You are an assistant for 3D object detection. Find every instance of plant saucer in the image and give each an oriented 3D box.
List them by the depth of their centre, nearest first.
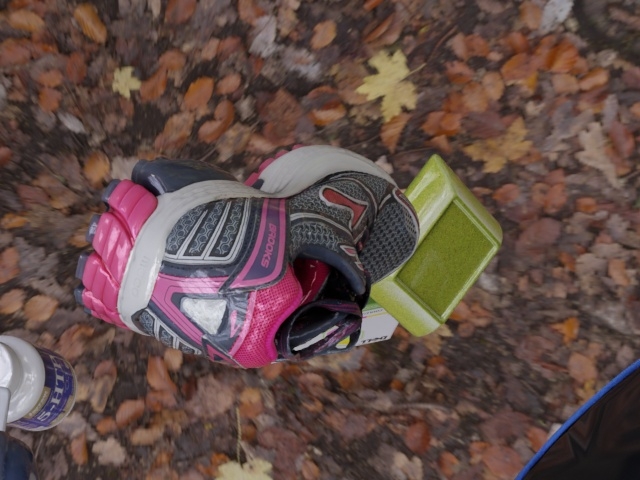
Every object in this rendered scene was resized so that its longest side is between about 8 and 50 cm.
[{"bbox_3d":[0.146,0.019,1.426,0.188,0.045,0.188,-53,134,-4],"label":"plant saucer"}]

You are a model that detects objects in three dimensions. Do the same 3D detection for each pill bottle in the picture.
[{"bbox_3d":[-0.393,0.180,1.448,0.112,0.186,0.112,-2,76,9],"label":"pill bottle"}]

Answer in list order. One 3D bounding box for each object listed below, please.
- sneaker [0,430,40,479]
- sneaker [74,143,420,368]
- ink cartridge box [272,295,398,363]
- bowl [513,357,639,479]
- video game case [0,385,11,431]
[{"bbox_3d":[-0.112,0.245,0.592,0.131,0.112,0.319,-12,76,-13],"label":"sneaker"},{"bbox_3d":[-0.012,0.019,0.662,0.112,0.299,0.120,26,108,22],"label":"sneaker"},{"bbox_3d":[0.002,0.119,1.626,0.189,0.255,0.097,-10,60,-20],"label":"ink cartridge box"},{"bbox_3d":[0.185,0.172,0.538,0.077,0.391,0.391,42,84,-10],"label":"bowl"},{"bbox_3d":[-0.499,0.274,1.134,0.329,0.036,0.300,9,68,-14],"label":"video game case"}]
